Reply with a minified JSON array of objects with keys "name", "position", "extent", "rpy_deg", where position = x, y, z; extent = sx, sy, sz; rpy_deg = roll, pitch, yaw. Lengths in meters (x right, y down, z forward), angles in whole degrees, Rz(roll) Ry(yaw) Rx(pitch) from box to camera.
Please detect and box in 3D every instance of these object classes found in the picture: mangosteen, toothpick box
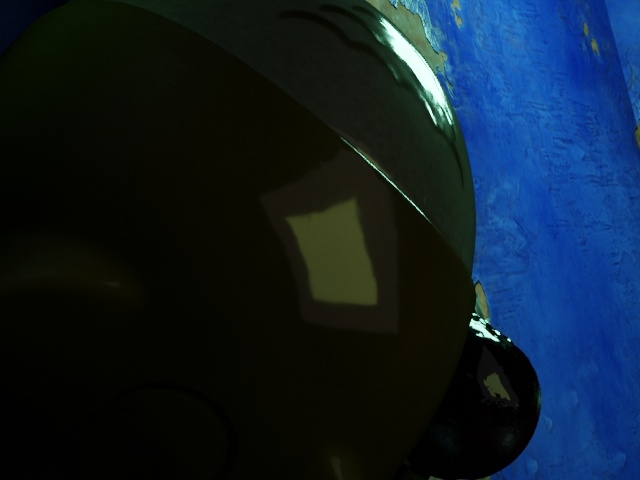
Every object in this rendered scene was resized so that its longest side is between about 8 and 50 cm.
[{"name":"mangosteen","position":[0.141,0.184,1.927],"extent":[0.216,0.216,0.216],"rpy_deg":[45,37,-49]},{"name":"toothpick box","position":[-0.094,0.027,1.245],"extent":[0.409,0.408,0.425],"rpy_deg":[60,26,-29]}]

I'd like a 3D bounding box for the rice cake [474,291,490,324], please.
[{"name":"rice cake","position":[0.156,0.027,2.223],"extent":[0.270,0.049,0.055],"rpy_deg":[61,5,-30]}]
